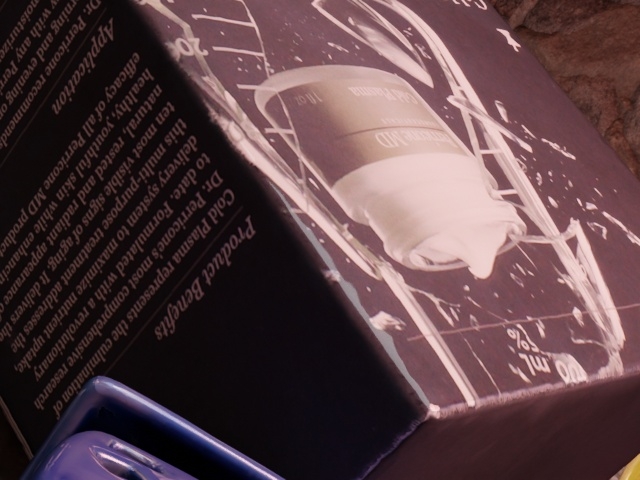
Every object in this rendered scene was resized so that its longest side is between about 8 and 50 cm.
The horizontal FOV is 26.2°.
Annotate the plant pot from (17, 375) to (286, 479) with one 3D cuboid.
[{"bbox_3d":[-0.079,0.217,0.639,0.236,0.236,0.212,32,10,-11],"label":"plant pot"}]

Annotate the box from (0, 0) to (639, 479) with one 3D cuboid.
[{"bbox_3d":[0.000,0.000,1.029,0.480,0.297,0.472,-4,53,-51],"label":"box"}]

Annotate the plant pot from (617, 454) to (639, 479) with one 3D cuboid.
[{"bbox_3d":[0.473,0.330,1.399,0.254,0.276,0.276,41,14,-22],"label":"plant pot"}]
